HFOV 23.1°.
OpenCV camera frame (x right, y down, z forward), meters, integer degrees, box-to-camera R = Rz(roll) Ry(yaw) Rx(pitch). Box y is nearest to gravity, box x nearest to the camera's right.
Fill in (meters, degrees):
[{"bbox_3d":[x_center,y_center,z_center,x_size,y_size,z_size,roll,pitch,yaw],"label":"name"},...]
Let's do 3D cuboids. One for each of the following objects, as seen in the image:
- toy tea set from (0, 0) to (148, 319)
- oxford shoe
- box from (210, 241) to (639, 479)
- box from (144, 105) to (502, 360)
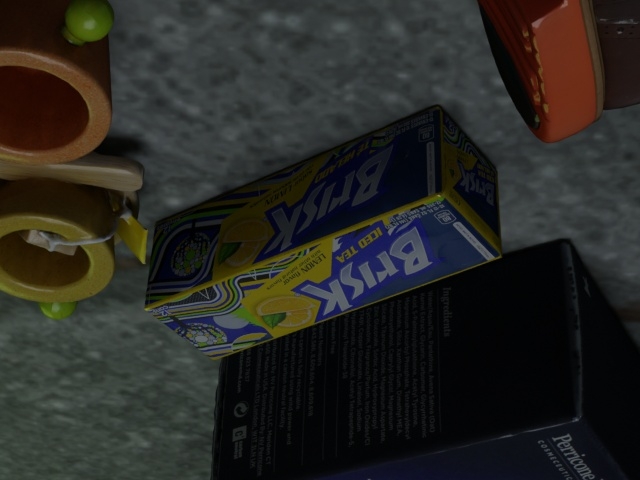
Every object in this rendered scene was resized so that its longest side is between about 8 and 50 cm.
[{"bbox_3d":[-0.171,-0.050,0.629,0.200,0.124,0.336,5,143,-4],"label":"toy tea set"},{"bbox_3d":[0.099,-0.149,0.534,0.098,0.097,0.271,-20,146,-3],"label":"oxford shoe"},{"bbox_3d":[0.069,0.106,0.839,0.207,0.108,0.153,-17,138,24],"label":"box"},{"bbox_3d":[0.000,0.000,0.747,0.169,0.054,0.059,-22,137,27],"label":"box"}]
